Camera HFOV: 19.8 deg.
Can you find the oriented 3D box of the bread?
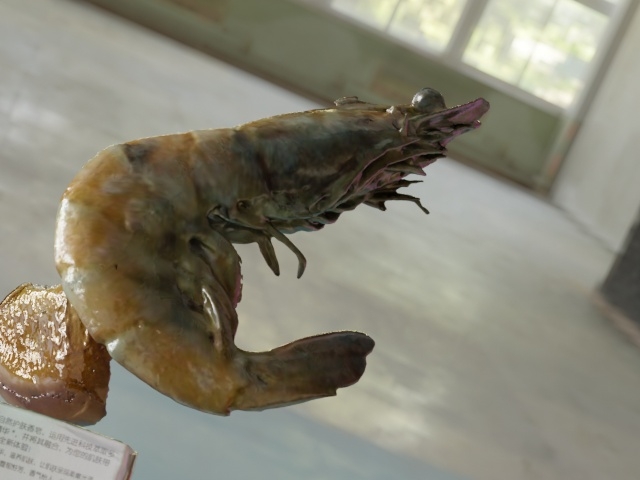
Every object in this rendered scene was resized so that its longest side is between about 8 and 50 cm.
[{"bbox_3d":[-0.229,0.092,1.526,0.129,0.126,0.044,-2,-4,43],"label":"bread"}]

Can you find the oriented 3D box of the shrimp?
[{"bbox_3d":[0.000,0.000,0.977,0.296,0.058,0.169,-18,70,-33],"label":"shrimp"}]

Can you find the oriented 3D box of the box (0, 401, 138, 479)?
[{"bbox_3d":[-0.235,0.172,1.221,0.199,0.135,0.081,18,-10,1],"label":"box"}]
